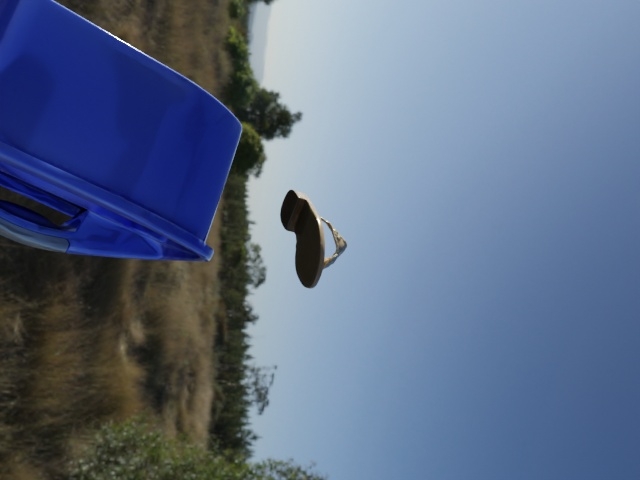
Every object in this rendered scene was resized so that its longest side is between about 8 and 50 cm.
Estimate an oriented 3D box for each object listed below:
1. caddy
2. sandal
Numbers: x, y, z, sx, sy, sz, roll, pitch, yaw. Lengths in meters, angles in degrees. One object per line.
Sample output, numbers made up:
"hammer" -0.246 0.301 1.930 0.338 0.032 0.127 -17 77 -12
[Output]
"caddy" -0.243 -0.082 0.579 0.241 0.342 0.179 -1 -115 62
"sandal" 0.003 -0.005 0.967 0.088 0.079 0.240 -65 -155 23
